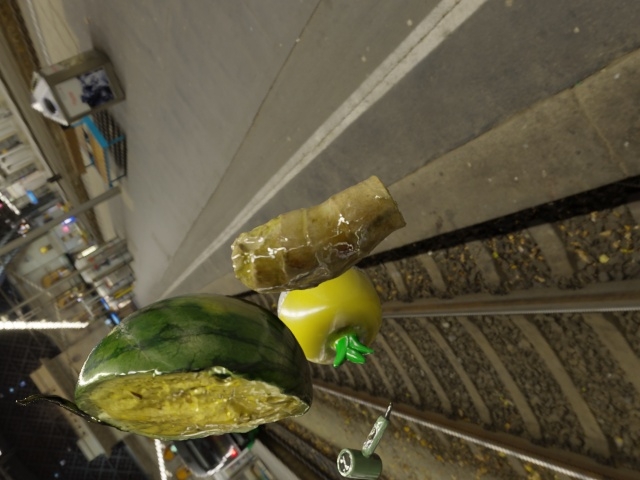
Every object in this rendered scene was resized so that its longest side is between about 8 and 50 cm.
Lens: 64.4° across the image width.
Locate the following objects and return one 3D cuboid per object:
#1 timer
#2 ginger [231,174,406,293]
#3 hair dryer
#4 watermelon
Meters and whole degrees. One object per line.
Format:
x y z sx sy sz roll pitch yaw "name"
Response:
0.040 0.208 1.256 0.285 0.285 0.285 45 156 26 "timer"
0.000 0.000 0.744 0.116 0.263 0.109 62 177 22 "ginger"
0.092 0.345 0.885 0.071 0.150 0.047 21 -172 -31 "hair dryer"
-0.119 0.118 0.489 0.204 0.232 0.127 40 -140 -47 "watermelon"
